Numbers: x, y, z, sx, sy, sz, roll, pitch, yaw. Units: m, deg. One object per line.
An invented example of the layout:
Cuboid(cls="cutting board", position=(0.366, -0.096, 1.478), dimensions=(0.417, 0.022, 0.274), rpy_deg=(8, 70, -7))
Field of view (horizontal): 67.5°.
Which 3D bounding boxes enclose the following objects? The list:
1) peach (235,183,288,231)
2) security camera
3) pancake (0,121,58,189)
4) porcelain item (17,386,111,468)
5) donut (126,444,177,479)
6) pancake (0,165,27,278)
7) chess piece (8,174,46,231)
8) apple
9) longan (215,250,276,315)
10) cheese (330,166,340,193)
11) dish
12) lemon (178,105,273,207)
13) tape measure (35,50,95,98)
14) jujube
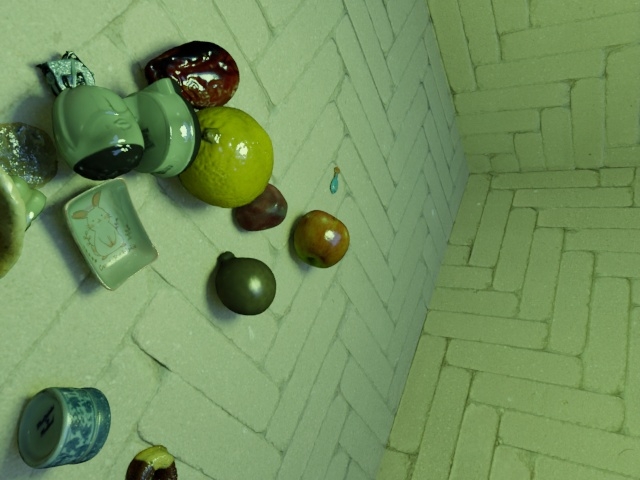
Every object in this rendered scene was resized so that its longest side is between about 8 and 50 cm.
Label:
Cuboid(cls="peach", position=(-0.170, -0.101, 1.414), dimensions=(0.152, 0.152, 0.151), rpy_deg=(-7, 98, -57))
Cuboid(cls="security camera", position=(-0.399, -0.218, 0.972), dimensions=(0.277, 0.197, 0.191), rpy_deg=(-19, 90, -60))
Cuboid(cls="pancake", position=(-0.566, -0.157, 0.906), dimensions=(0.140, 0.022, 0.139), rpy_deg=(-8, 100, -56))
Cuboid(cls="porcelain item", position=(-0.497, 0.364, 0.940), dimensions=(0.114, 0.147, 0.147), rpy_deg=(30, 68, -57))
Cuboid(cls="donut", position=(-0.409, 0.580, 1.177), dimensions=(0.141, 0.059, 0.140), rpy_deg=(-3, 94, -54))
Cuboid(cls="pancake", position=(-0.595, -0.039, 0.726), dimensions=(0.283, 0.049, 0.282), rpy_deg=(-7, 116, -14))
Cuboid(cls="chess piece", position=(-0.595, -0.105, 0.781), dimensions=(0.243, 0.133, 0.133), rpy_deg=(53, 50, -38))
Cuboid(cls="apple", position=(0.000, 0.000, 1.648), dimensions=(0.196, 0.196, 0.195), rpy_deg=(-7, 98, -57))
Cuboid(cls="longan", position=(-0.216, 0.117, 1.360), dimensions=(0.204, 0.159, 0.185), rpy_deg=(52, 17, 6))
Cuboid(cls="cheese", position=(0.059, -0.234, 1.876), dimensions=(0.047, 0.017, 0.111), rpy_deg=(33, 65, -57))
Cuboid(cls="dish", position=(-0.461, -0.014, 1.032), dimensions=(0.151, 0.077, 0.212), rpy_deg=(-45, 129, -44))
Cuboid(cls="lemon", position=(-0.240, -0.206, 1.200), dimensions=(0.267, 0.268, 0.267), rpy_deg=(-7, 98, -57))
Cuboid(cls="tape measure", position=(-0.503, -0.325, 0.963), dimensions=(0.091, 0.054, 0.094), rpy_deg=(-50, 130, -35))
Cuboid(cls="jujube", position=(-0.309, -0.400, 1.168), dimensions=(0.236, 0.168, 0.167), rpy_deg=(-27, 115, -52))
